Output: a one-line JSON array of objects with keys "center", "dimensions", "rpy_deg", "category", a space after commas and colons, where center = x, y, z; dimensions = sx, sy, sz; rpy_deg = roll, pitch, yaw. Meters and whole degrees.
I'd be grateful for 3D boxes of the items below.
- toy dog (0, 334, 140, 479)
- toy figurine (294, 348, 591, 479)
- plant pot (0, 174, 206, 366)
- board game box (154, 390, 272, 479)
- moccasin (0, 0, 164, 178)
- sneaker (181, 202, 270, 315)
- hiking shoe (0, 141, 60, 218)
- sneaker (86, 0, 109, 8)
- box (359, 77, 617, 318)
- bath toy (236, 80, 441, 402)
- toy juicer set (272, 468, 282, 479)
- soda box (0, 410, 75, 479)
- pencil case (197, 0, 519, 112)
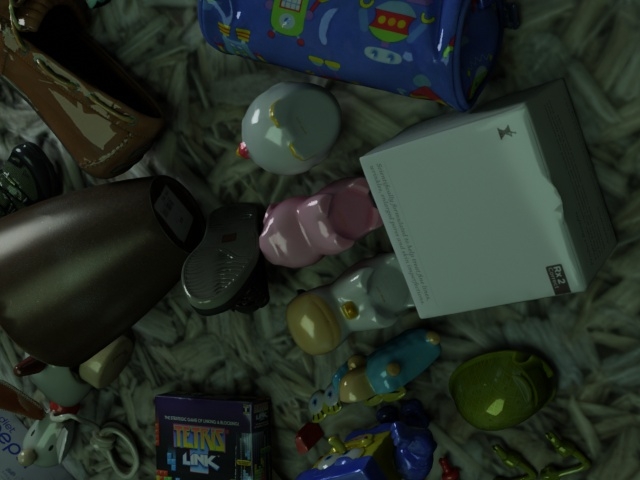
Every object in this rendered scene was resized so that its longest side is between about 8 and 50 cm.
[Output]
[{"center": [-0.393, 0.229, 1.351], "dimensions": [0.220, 0.161, 0.333], "rpy_deg": [15, 118, 26], "category": "toy dog"}, {"center": [0.086, 0.268, 1.034], "dimensions": [0.362, 0.217, 0.191], "rpy_deg": [-21, 98, 37], "category": "toy figurine"}, {"center": [-0.263, 0.016, 1.166], "dimensions": [0.230, 0.215, 0.215], "rpy_deg": [-27, 95, 23], "category": "plant pot"}, {"center": [-0.146, 0.280, 1.263], "dimensions": [0.170, 0.048, 0.141], "rpy_deg": [-3, 90, 33], "category": "board game box"}, {"center": [-0.336, -0.250, 1.120], "dimensions": [0.380, 0.139, 0.147], "rpy_deg": [50, 121, 7], "category": "moccasin"}, {"center": [-0.094, 0.051, 1.065], "dimensions": [0.083, 0.222, 0.118], "rpy_deg": [-7, 115, 9], "category": "sneaker"}, {"center": [-0.440, -0.036, 1.291], "dimensions": [0.086, 0.114, 0.227], "rpy_deg": [41, 126, 10], "category": "hiking shoe"}, {"center": [-0.257, -0.323, 1.098], "dimensions": [0.098, 0.038, 0.069], "rpy_deg": [-25, 97, 37], "category": "sneaker"}, {"center": [0.165, -0.038, 0.911], "dimensions": [0.182, 0.119, 0.181], "rpy_deg": [-14, 102, 35], "category": "box"}, {"center": [0.000, 0.000, 1.031], "dimensions": [0.129, 0.151, 0.348], "rpy_deg": [-9, 104, 64], "category": "bath toy"}, {"center": [-0.074, 0.472, 1.304], "dimensions": [0.209, 0.089, 0.329], "rpy_deg": [32, 124, 16], "category": "toy juicer set"}, {"center": [-0.540, 0.339, 1.531], "dimensions": [0.286, 0.098, 0.091], "rpy_deg": [44, 125, 8], "category": "soda box"}, {"center": [0.029, -0.219, 0.914], "dimensions": [0.306, 0.119, 0.133], "rpy_deg": [17, 113, 25], "category": "pencil case"}]
